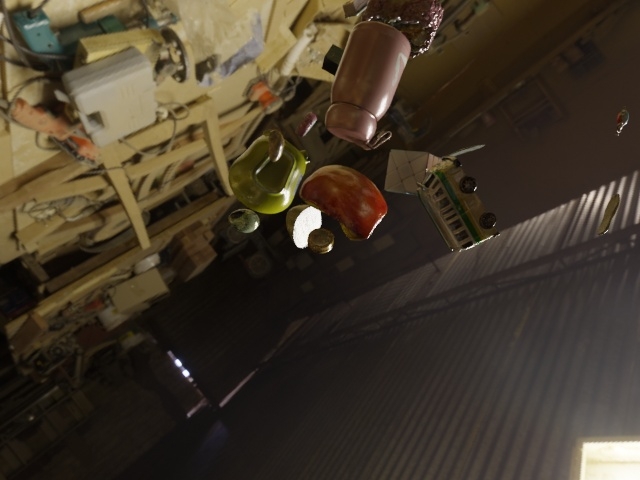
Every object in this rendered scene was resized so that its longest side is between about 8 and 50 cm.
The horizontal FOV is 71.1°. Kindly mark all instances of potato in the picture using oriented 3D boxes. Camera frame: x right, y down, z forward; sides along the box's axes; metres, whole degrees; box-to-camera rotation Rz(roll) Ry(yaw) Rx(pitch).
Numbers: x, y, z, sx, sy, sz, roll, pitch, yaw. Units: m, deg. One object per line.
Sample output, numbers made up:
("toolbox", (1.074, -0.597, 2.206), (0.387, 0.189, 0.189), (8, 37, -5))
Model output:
("potato", (-0.125, -0.270, 1.272), (0.047, 0.092, 0.045), (2, -162, -2))
("potato", (-0.096, -0.081, 2.014), (0.182, 0.117, 0.202), (-42, 143, -32))

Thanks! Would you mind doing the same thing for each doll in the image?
("doll", (1.130, -0.452, 1.675), (0.039, 0.057, 0.114), (12, -101, 56))

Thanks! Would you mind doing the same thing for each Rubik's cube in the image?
("Rubik's cube", (0.495, -0.354, 2.393), (0.231, 0.221, 0.225), (13, -172, 33))

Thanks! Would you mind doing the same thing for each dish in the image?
("dish", (-0.149, -0.216, 1.394), (0.262, 0.221, 0.108), (-58, -165, -9))

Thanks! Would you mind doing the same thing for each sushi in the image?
("sushi", (0.286, -0.775, 1.552), (0.170, 0.270, 0.236), (-67, 158, -10))

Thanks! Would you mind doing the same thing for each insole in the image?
("insole", (0.518, -0.325, 1.639), (0.065, 0.006, 0.193), (-9, 180, -27))
("insole", (0.958, -0.089, 1.483), (0.192, 0.010, 0.063), (-52, 172, -27))

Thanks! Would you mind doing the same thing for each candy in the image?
("candy", (-0.055, -0.451, 1.744), (0.103, 0.043, 0.103), (-51, -172, 10))

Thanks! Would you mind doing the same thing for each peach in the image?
("peach", (0.110, -0.169, 1.845), (0.242, 0.380, 0.306), (-49, 160, 8))

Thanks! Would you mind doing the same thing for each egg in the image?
("egg", (-0.273, -0.072, 1.601), (0.085, 0.110, 0.085), (-162, -90, -88))

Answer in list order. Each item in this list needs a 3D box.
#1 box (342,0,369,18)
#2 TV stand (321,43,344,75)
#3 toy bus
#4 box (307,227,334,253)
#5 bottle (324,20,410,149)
("box", (0.164, -1.094, 2.084), (0.089, 0.062, 0.122), (14, -125, 48))
("TV stand", (0.144, -0.724, 1.918), (0.082, 0.270, 0.088), (-60, 178, -16))
("toy bus", (0.458, -0.122, 1.538), (0.179, 0.305, 0.143), (-31, -166, 7))
("box", (0.000, 0.000, 1.741), (0.105, 0.106, 0.037), (-38, 152, -27))
("bottle", (0.133, -0.411, 1.223), (0.173, 0.207, 0.296), (15, -96, 66))
